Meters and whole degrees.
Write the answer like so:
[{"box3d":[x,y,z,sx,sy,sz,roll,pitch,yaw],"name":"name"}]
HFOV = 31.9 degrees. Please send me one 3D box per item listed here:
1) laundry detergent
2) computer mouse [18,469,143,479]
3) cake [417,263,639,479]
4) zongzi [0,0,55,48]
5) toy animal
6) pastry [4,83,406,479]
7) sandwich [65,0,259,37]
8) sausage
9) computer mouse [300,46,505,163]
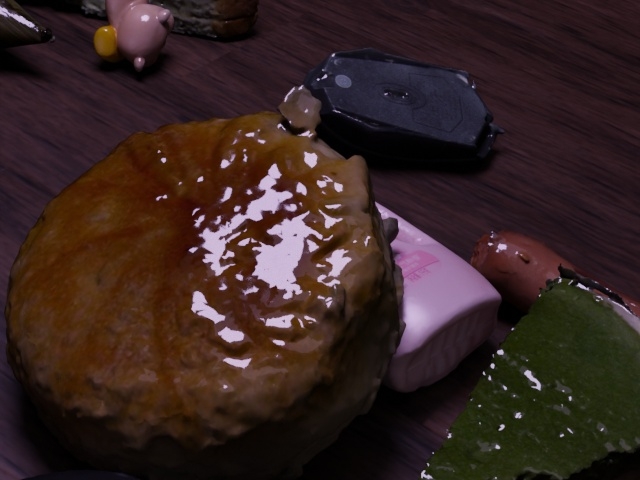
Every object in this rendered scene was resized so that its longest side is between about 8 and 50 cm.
[{"box3d":[0.000,0.000,1.017,0.159,0.088,0.335,-25,49,-35],"name":"laundry detergent"},{"box3d":[-0.204,0.239,0.665,0.183,0.116,0.323,29,44,32],"name":"computer mouse"},{"box3d":[0.160,0.178,0.771,0.172,0.158,0.283,28,44,20],"name":"cake"},{"box3d":[-0.445,-0.237,1.212,0.242,0.112,0.221,36,44,29],"name":"zongzi"},{"box3d":[-0.200,-0.249,1.281,0.082,0.114,0.091,15,6,27],"name":"toy animal"},{"box3d":[-0.084,0.043,0.857,0.329,0.136,0.330,-6,53,8],"name":"pastry"},{"box3d":[-0.248,-0.333,1.376,0.254,0.100,0.288,-15,44,-36],"name":"sandwich"},{"box3d":[0.269,0.074,0.986,0.304,0.078,0.078,27,42,18],"name":"sausage"},{"box3d":[0.086,-0.136,1.219,0.231,0.071,0.126,8,51,-14],"name":"computer mouse"}]
